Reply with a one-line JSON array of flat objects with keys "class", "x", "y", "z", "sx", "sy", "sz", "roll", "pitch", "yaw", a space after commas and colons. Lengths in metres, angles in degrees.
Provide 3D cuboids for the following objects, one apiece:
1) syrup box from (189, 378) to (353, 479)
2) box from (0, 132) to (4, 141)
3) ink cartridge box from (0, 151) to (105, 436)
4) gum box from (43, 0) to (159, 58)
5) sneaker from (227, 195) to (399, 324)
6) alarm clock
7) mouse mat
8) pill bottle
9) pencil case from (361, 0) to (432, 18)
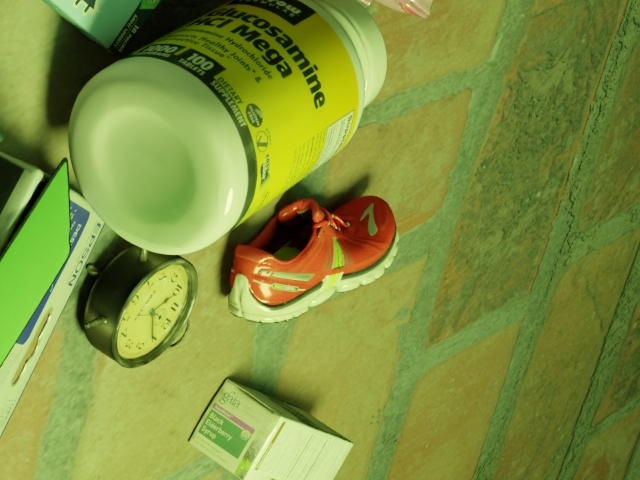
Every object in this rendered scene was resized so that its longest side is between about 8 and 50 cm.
[{"class": "syrup box", "x": -0.058, "y": 0.253, "z": 2.329, "sx": 0.096, "sy": 0.093, "sz": 0.237, "roll": -59, "pitch": 153, "yaw": 1}, {"class": "box", "x": -0.376, "y": -0.029, "z": 1.550, "sx": 0.244, "sy": 0.060, "sz": 0.100, "roll": -53, "pitch": 152, "yaw": -13}, {"class": "ink cartridge box", "x": -0.313, "y": 0.079, "z": 1.697, "sx": 0.303, "sy": 0.072, "sz": 0.307, "roll": -64, "pitch": 175, "yaw": -4}, {"class": "gum box", "x": -0.188, "y": -0.266, "z": 1.654, "sx": 0.157, "sy": 0.041, "sz": 0.184, "roll": -57, "pitch": 152, "yaw": -3}, {"class": "sneaker", "x": 0.000, "y": 0.000, "z": 2.175, "sx": 0.279, "sy": 0.107, "sz": 0.118, "roll": -33, "pitch": 134, "yaw": -45}, {"class": "alarm clock", "x": -0.184, "y": 0.072, "z": 1.970, "sx": 0.129, "sy": 0.064, "sz": 0.192, "roll": -56, "pitch": 150, "yaw": -8}, {"class": "mouse mat", "x": -0.257, "y": 0.027, "z": 1.634, "sx": 0.152, "sy": 0.007, "sz": 0.189, "roll": -61, "pitch": 173, "yaw": -27}, {"class": "pill bottle", "x": -0.075, "y": -0.132, "z": 1.800, "sx": 0.334, "sy": 0.188, "sz": 0.188, "roll": -39, "pitch": 147, "yaw": -51}, {"class": "pencil case", "x": 0.129, "y": -0.376, "z": 2.005, "sx": 0.284, "sy": 0.124, "sz": 0.124, "roll": -60, "pitch": 153, "yaw": 2}]
